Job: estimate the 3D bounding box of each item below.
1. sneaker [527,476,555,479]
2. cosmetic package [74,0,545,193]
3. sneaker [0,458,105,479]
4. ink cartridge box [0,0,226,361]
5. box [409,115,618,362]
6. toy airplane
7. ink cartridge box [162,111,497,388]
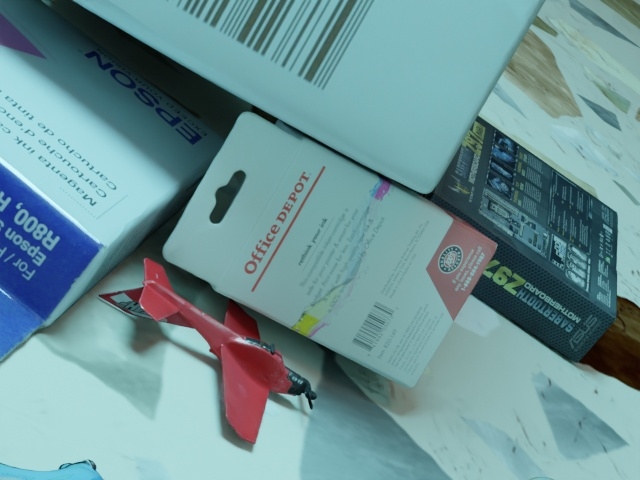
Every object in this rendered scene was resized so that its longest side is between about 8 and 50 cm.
[{"bbox_3d":[0.198,0.223,1.029,0.099,0.121,0.262,19,29,-39],"label":"sneaker"},{"bbox_3d":[0.013,-0.256,1.248,0.329,0.327,0.394,29,5,-1],"label":"cosmetic package"},{"bbox_3d":[-0.099,0.132,0.848,0.162,0.063,0.073,18,26,-39],"label":"sneaker"},{"bbox_3d":[-0.242,-0.096,1.071,0.324,0.071,0.330,38,21,0],"label":"ink cartridge box"},{"bbox_3d":[0.165,-0.013,1.512,0.183,0.059,0.233,35,23,-7],"label":"box"},{"bbox_3d":[-0.064,0.059,1.081,0.151,0.028,0.151,31,21,-14],"label":"toy airplane"},{"bbox_3d":[0.000,0.000,1.159,0.198,0.115,0.067,29,6,-21],"label":"ink cartridge box"}]
